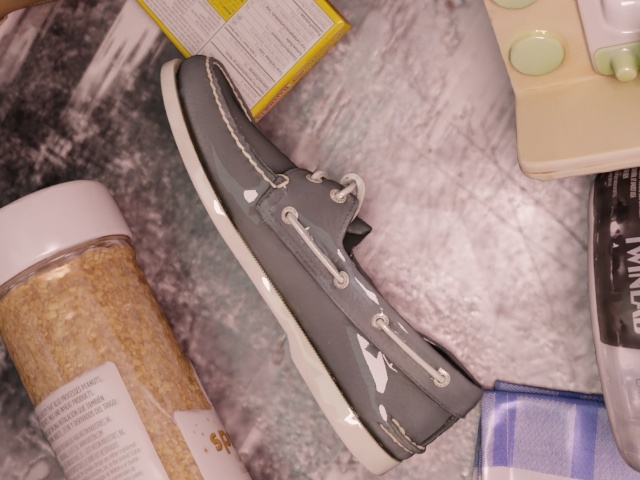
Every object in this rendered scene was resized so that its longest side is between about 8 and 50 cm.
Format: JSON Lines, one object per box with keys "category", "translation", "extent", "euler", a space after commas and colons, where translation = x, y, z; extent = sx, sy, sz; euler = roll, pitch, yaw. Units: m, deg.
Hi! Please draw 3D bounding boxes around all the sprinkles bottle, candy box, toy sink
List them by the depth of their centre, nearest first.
{"category": "toy sink", "translation": [0.176, -0.172, 0.832], "extent": [0.153, 0.131, 0.234], "euler": [-9, 49, 18]}
{"category": "sprinkles bottle", "translation": [-0.130, 0.136, 0.984], "extent": [0.121, 0.121, 0.355], "euler": [-31, 80, 15]}
{"category": "candy box", "translation": [-0.081, -0.193, 1.027], "extent": [0.105, 0.027, 0.206], "euler": [-44, 76, 16]}

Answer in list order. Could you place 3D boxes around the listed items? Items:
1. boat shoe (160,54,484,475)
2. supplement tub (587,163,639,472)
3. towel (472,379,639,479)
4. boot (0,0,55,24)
{"category": "boat shoe", "translation": [0.000, 0.000, 0.954], "extent": [0.099, 0.116, 0.319], "euler": [-30, 85, 12]}
{"category": "supplement tub", "translation": [0.323, 0.031, 0.804], "extent": [0.316, 0.193, 0.193], "euler": [-6, 86, 18]}
{"category": "towel", "translation": [0.190, 0.245, 0.924], "extent": [0.209, 0.034, 0.285], "euler": [7, 90, 17]}
{"category": "boot", "translation": [-0.281, -0.127, 1.065], "extent": [0.213, 0.077, 0.165], "euler": [-6, 86, 23]}
